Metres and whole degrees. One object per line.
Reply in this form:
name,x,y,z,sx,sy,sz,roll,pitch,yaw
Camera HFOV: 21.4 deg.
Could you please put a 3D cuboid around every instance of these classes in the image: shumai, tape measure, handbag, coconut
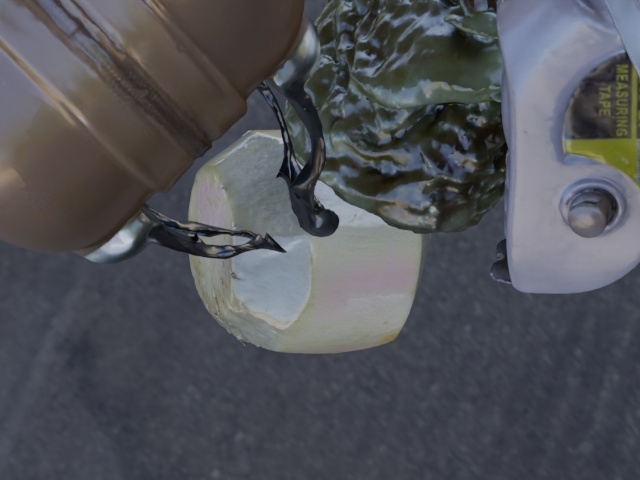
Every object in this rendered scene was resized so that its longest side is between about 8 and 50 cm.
shumai,0.101,-0.140,1.139,0.256,0.189,0.218,-56,2,-34
tape measure,0.196,-0.079,0.989,0.197,0.236,0.120,2,34,11
handbag,-0.102,-0.093,0.641,0.149,0.283,0.302,-48,12,-2
coconut,0.001,0.000,1.565,0.241,0.241,0.241,-20,48,23
